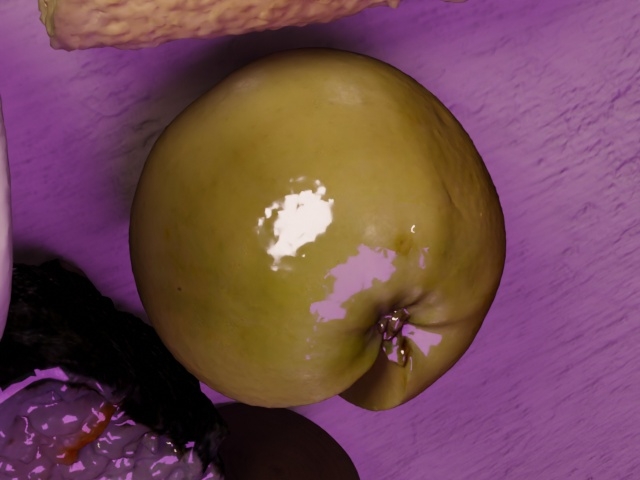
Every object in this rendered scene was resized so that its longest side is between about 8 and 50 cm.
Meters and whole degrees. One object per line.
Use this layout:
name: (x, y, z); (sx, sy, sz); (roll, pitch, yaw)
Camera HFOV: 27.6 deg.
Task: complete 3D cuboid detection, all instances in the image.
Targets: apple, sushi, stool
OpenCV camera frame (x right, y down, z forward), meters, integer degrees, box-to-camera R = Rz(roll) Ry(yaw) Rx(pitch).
apple: (0.000, 0.000, 1.013); (0.292, 0.254, 0.292); (-21, 135, -22)
sushi: (-0.212, 0.148, 1.076); (0.211, 0.171, 0.350); (-36, 140, 5)
stool: (-0.090, 0.319, 1.323); (0.179, 0.179, 0.264); (2, 129, -36)

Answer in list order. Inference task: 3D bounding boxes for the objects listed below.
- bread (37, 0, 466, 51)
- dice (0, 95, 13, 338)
bread: (-0.005, -0.260, 0.821); (0.375, 0.165, 0.237); (-12, 139, -26)
dice: (-0.341, -0.037, 0.655); (0.304, 0.304, 0.277); (-10, 114, -28)
